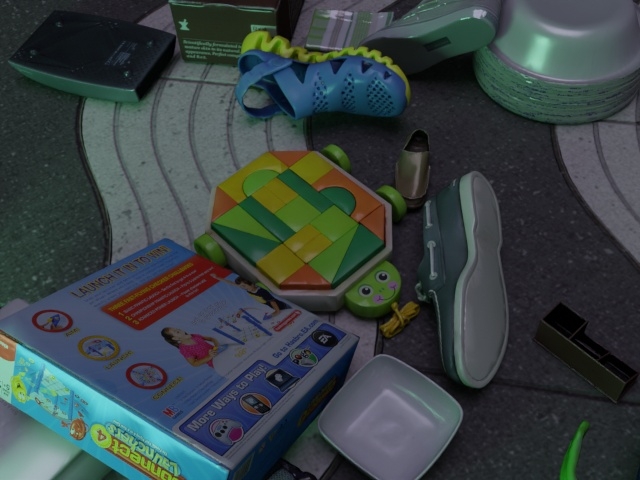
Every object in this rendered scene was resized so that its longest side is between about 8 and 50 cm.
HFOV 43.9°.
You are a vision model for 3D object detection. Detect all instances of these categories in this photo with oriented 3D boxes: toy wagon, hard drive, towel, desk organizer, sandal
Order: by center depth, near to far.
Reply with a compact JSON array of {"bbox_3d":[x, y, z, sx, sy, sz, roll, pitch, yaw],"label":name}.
[{"bbox_3d":[0.337,0.138,1.002,0.047,0.050,0.130,-37,59,-22],"label":"desk organizer"},{"bbox_3d":[0.000,0.000,1.121,0.267,0.068,0.344,-38,59,-23],"label":"toy wagon"},{"bbox_3d":[-0.010,-0.241,1.282,0.318,0.126,0.138,12,55,25],"label":"sandal"},{"bbox_3d":[-0.398,-0.324,1.405,0.255,0.054,0.172,15,55,15],"label":"hard drive"},{"bbox_3d":[0.054,-0.381,1.439,0.152,0.023,0.113,6,52,9],"label":"towel"}]

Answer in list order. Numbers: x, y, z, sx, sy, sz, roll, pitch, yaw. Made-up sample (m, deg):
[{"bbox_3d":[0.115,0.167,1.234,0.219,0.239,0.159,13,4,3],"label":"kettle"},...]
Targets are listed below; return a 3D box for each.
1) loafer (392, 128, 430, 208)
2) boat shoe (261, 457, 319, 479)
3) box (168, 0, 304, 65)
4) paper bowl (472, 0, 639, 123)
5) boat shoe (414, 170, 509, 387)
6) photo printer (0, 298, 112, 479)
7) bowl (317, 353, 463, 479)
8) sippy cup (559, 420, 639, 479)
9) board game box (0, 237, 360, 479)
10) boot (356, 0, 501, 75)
[{"bbox_3d":[0.139,-0.112,1.209,0.056,0.050,0.148,3,53,6],"label":"loafer"},{"bbox_3d":[-0.149,0.349,0.841,0.158,0.127,0.341,32,53,32],"label":"boat shoe"},{"bbox_3d":[-0.124,-0.494,1.469,0.191,0.143,0.381,8,52,9],"label":"box"},{"bbox_3d":[0.400,-0.339,1.307,0.284,0.148,0.284,-2,51,2],"label":"paper bowl"},{"bbox_3d":[0.183,0.054,1.067,0.099,0.116,0.319,-20,49,36],"label":"boat shoe"},{"bbox_3d":[-0.388,0.242,0.935,0.256,0.107,0.307,32,60,25],"label":"photo printer"},{"bbox_3d":[0.085,0.223,0.953,0.142,0.053,0.142,33,61,26],"label":"bowl"},{"bbox_3d":[0.419,0.271,0.802,0.305,0.240,0.224,41,44,-14],"label":"sippy cup"},{"bbox_3d":[-0.156,0.138,0.914,0.302,0.086,0.308,26,27,18],"label":"board game box"},{"bbox_3d":[0.184,-0.361,1.325,0.258,0.095,0.123,-6,52,35],"label":"boot"}]
